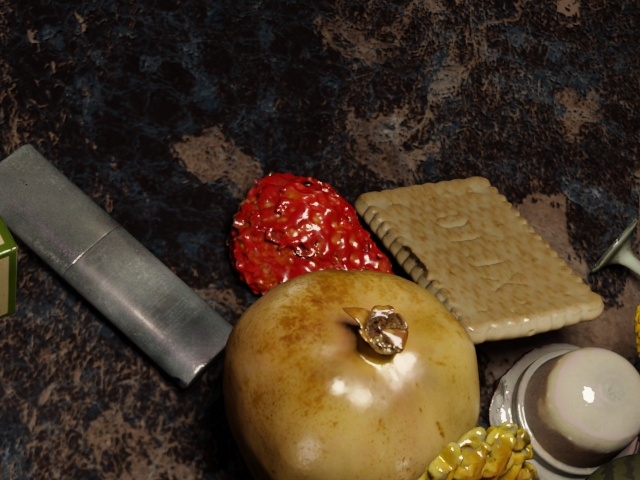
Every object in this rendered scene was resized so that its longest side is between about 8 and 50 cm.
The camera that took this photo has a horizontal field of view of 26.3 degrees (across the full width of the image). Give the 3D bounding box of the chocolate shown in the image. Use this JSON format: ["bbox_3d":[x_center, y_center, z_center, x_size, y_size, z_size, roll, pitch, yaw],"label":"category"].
[{"bbox_3d":[0.330,0.203,1.731,0.221,0.147,0.221,4,62,-7],"label":"chocolate"}]

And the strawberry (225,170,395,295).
[{"bbox_3d":[0.000,0.000,1.780,0.236,0.111,0.190,31,57,3],"label":"strawberry"}]

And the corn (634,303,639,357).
[{"bbox_3d":[0.467,0.211,1.718,0.102,0.102,0.313,-22,101,-23],"label":"corn"}]

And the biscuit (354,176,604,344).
[{"bbox_3d":[0.199,0.022,1.782,0.217,0.044,0.325,-9,37,-25],"label":"biscuit"}]

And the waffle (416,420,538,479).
[{"bbox_3d":[0.145,0.322,1.540,0.262,0.280,0.060,-37,53,-9],"label":"waffle"}]

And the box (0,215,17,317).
[{"bbox_3d":[-0.466,-0.002,1.626,0.148,0.177,0.195,-23,70,-23],"label":"box"}]

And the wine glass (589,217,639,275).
[{"bbox_3d":[0.465,0.152,1.812,0.309,0.096,0.264,41,55,9],"label":"wine glass"}]

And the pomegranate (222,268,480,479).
[{"bbox_3d":[0.035,0.171,1.573,0.319,0.319,0.319,6,61,-11],"label":"pomegranate"}]

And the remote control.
[{"bbox_3d":[-0.273,0.029,1.736,0.377,0.044,0.107,41,56,9],"label":"remote control"}]

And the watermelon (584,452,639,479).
[{"bbox_3d":[0.390,0.353,1.626,0.212,0.212,0.212,6,61,-11],"label":"watermelon"}]
